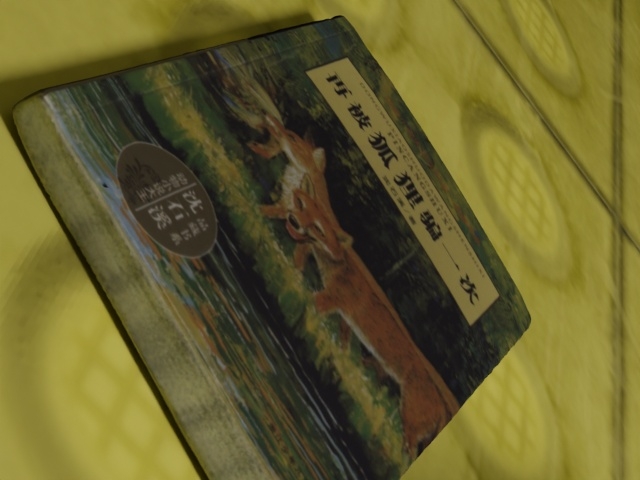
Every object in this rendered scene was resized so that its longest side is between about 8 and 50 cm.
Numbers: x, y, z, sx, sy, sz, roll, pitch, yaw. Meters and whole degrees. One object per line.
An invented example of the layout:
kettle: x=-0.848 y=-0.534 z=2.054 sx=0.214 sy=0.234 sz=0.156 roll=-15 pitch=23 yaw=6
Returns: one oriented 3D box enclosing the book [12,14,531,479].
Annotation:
book: x=0.000 y=0.000 z=0.477 sx=0.160 sy=0.024 sz=0.228 roll=59 pitch=29 yaw=0
